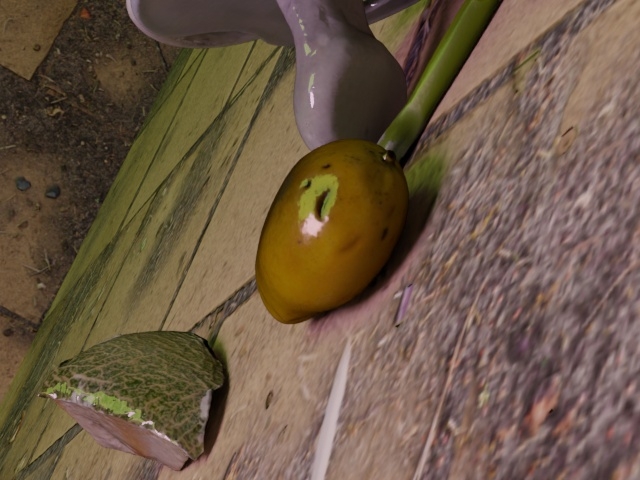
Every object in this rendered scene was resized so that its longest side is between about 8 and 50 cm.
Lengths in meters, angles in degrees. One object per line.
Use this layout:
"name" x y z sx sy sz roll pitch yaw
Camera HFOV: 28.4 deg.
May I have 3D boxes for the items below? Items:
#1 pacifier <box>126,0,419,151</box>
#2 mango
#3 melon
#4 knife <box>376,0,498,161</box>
"pacifier" -0.001 -0.143 0.879 0.227 0.279 0.207 -31 74 37
"mango" 0.000 0.000 0.780 0.161 0.076 0.103 126 161 -56
"melon" -0.148 0.128 0.979 0.202 0.139 0.093 -130 48 -73
"knife" 0.068 -0.093 0.831 0.184 0.022 0.026 -60 -12 7
